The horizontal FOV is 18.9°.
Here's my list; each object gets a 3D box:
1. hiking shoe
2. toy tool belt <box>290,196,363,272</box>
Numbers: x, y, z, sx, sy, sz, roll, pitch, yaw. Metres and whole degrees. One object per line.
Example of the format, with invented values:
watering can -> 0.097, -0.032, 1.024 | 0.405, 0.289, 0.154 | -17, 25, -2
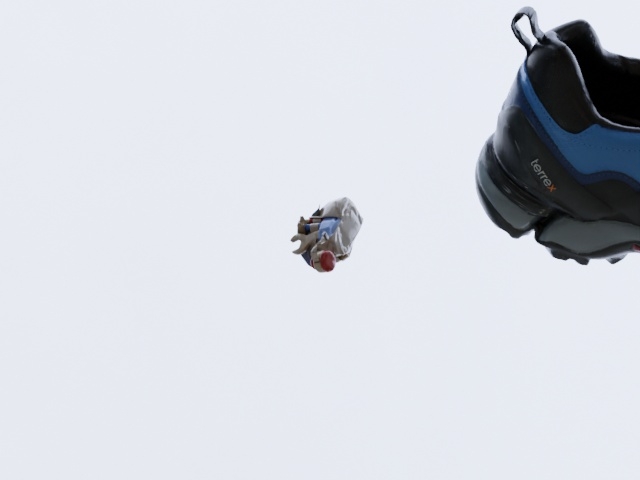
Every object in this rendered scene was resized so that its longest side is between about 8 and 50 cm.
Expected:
hiking shoe -> 0.243, -0.034, 1.089 | 0.304, 0.113, 0.132 | 13, -49, 1
toy tool belt -> 0.000, 0.000, 1.658 | 0.051, 0.083, 0.052 | -9, -53, 35
